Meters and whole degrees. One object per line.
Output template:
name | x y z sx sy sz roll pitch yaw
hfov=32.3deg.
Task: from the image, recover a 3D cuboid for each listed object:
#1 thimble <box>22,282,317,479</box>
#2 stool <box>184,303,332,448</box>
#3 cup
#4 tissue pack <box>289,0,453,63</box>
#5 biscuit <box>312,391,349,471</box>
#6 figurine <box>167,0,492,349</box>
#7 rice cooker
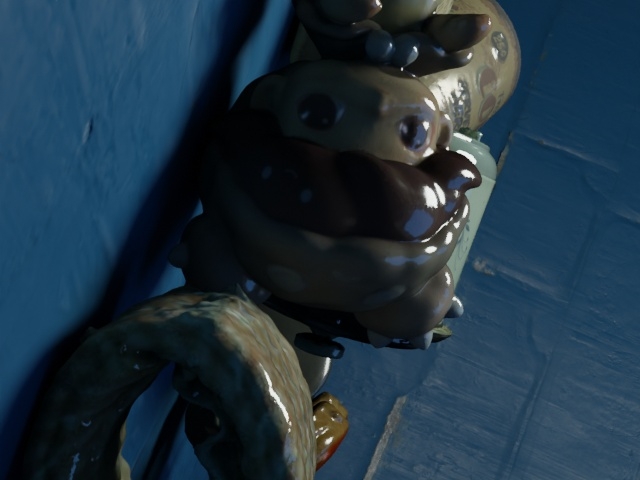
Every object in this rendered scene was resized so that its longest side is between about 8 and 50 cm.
thimble | -0.103 0.153 0.790 0.148 0.196 0.229 -58 141 -81
stool | -0.091 0.166 1.411 0.228 0.153 0.139 -27 166 -20
cup | 0.094 -0.199 1.520 0.301 0.227 0.257 -30 -170 44
tissue pack | 0.066 -0.250 1.117 0.234 0.125 0.159 -55 167 -64
biscuit | -0.116 0.347 1.400 0.394 0.076 0.368 -42 176 -2
figurine | 0.023 -0.107 0.894 0.203 0.248 0.380 -154 -105 -72
rice cooker | 0.041 -0.014 1.212 0.317 0.264 0.316 -32 -130 48
